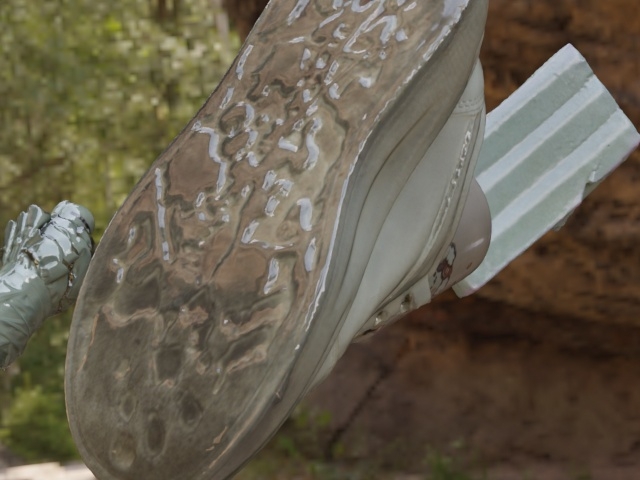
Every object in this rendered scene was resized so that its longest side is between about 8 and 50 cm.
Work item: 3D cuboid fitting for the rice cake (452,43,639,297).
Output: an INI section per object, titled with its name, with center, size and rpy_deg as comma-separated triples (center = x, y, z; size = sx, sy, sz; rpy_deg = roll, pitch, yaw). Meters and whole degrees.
[rice cake]
center = 0.175, -0.060, 1.383
size = 0.237, 0.127, 0.043
rpy_deg = -38, 1, -20

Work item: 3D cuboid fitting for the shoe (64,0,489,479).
[shoe]
center = 0.000, 0.000, 0.778
size = 0.124, 0.316, 0.159
rpy_deg = 23, -16, 28

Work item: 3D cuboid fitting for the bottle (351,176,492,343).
[bottle]
center = 0.025, 0.013, 1.145
size = 0.110, 0.110, 0.233
rpy_deg = -7, 12, 38

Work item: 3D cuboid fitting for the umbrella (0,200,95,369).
[umbrella]
center = -0.187, 0.026, 1.001
size = 0.062, 0.067, 0.143
rpy_deg = -15, 31, 40
